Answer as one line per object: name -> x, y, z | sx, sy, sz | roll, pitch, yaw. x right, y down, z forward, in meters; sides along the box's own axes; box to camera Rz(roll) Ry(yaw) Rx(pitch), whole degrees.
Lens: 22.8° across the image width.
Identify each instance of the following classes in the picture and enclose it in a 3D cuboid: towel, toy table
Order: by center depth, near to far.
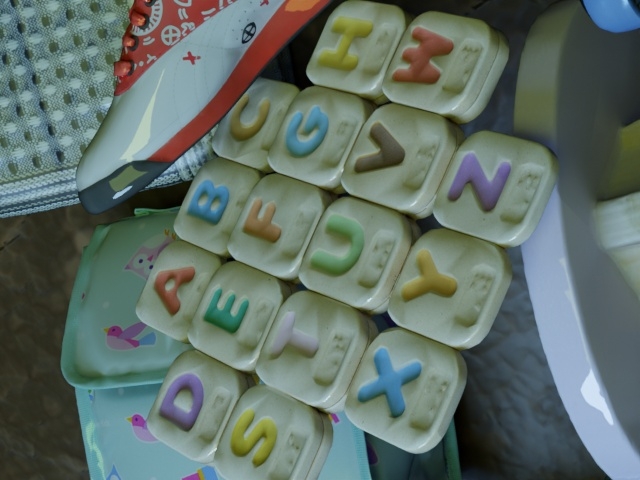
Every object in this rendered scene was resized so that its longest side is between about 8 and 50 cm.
toy table -> 0.219, -0.014, 0.841 | 0.161, 0.252, 0.274 | -14, 93, 39
towel -> -0.188, -0.178, 1.011 | 0.312, 0.056, 0.324 | -10, 102, 12

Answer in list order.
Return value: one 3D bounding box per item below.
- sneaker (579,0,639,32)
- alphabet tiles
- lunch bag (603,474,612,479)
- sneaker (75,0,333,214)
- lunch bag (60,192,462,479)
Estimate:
sneaker -> 0.136, -0.206, 0.844 | 0.090, 0.081, 0.232 | -17, 60, 38
alphabet tiles -> 0.000, 0.000, 0.886 | 0.278, 0.021, 0.284 | 21, 86, 50
lunch bag -> 0.307, 0.194, 0.933 | 0.279, 0.108, 0.224 | -18, 105, 29
sneaker -> -0.084, -0.153, 0.936 | 0.270, 0.090, 0.145 | -45, 103, 1
lunch bag -> -0.039, 0.095, 1.022 | 0.223, 0.160, 0.262 | -11, 88, 30
